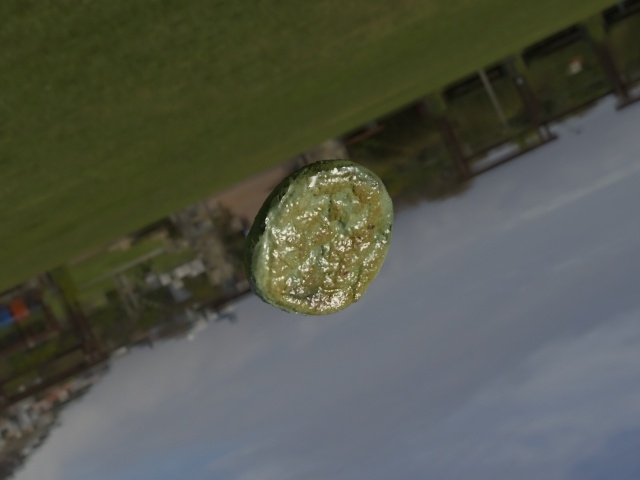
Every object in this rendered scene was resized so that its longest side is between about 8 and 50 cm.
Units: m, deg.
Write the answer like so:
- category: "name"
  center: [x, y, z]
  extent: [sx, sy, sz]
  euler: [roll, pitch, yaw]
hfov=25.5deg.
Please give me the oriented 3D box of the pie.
- category: "pie"
  center: [0.001, -0.001, 0.668]
  extent: [0.084, 0.084, 0.021]
  euler: [-26, -143, -22]
